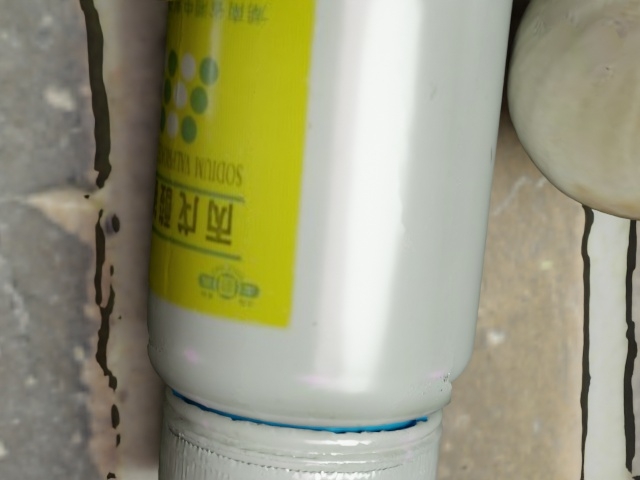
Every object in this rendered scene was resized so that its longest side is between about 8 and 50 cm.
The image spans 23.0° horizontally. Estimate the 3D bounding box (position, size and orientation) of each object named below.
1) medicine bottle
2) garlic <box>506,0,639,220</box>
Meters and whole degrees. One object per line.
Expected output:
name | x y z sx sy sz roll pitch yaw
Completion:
medicine bottle | 0.000 0.000 0.665 0.143 0.143 0.258 -1 103 -23
garlic | 0.210 -0.108 0.673 0.281 0.185 0.203 -36 135 1
